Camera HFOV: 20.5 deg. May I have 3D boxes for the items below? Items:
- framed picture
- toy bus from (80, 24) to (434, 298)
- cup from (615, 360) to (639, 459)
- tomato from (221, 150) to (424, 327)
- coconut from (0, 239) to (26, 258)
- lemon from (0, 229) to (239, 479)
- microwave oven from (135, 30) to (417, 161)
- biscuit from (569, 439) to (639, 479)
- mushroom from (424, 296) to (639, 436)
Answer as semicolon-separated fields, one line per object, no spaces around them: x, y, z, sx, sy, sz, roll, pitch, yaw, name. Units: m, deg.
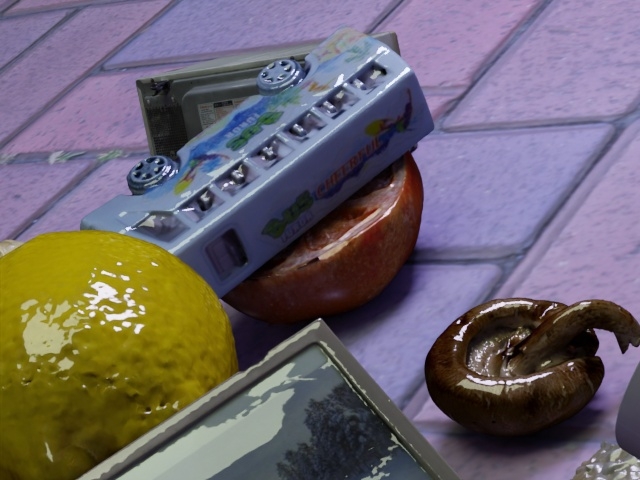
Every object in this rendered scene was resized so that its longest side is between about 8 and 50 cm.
-0.050;0.206;1.255;0.289;0.016;0.213;-33;64;-19;framed picture
-0.053;-0.060;1.620;0.329;0.109;0.136;-39;40;-18;toy bus
0.290;0.130;1.024;0.226;0.185;0.241;37;99;27;cup
0.000;0.000;1.676;0.236;0.095;0.237;-21;28;12;tomato
-0.267;0.086;1.633;0.170;0.183;0.171;-22;21;9;coconut
-0.186;0.120;1.426;0.245;0.245;0.320;-20;24;8;lemon
-0.050;-0.130;1.883;0.240;0.145;0.194;-4;15;36;microwave oven
0.229;0.204;1.141;0.133;0.032;0.250;-37;29;-23;biscuit
0.166;0.093;1.362;0.170;0.080;0.135;-17;38;14;mushroom
